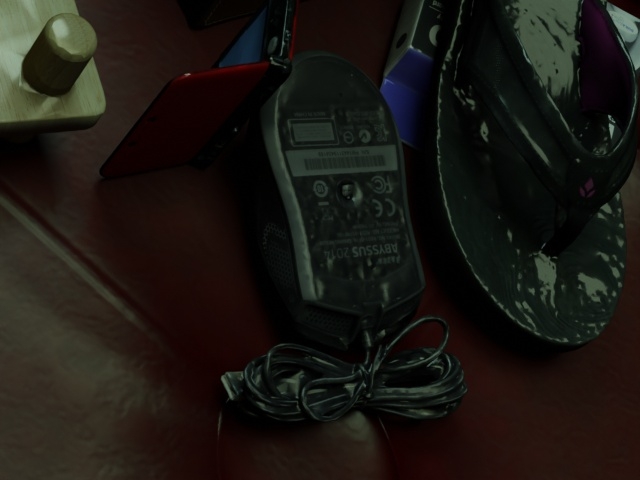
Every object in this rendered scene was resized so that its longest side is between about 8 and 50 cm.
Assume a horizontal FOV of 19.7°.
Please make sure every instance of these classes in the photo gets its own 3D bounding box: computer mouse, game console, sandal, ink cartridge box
[{"bbox_3d":[0.000,0.000,1.330,0.188,0.072,0.272,1,76,-32],"label":"computer mouse"},{"bbox_3d":[-0.085,-0.113,1.289,0.085,0.144,0.124,19,56,-21],"label":"game console"},{"bbox_3d":[0.169,-0.140,1.414,0.167,0.107,0.446,6,73,-22],"label":"sandal"},{"bbox_3d":[0.157,-0.136,1.500,0.206,0.045,0.208,26,58,-15],"label":"ink cartridge box"}]

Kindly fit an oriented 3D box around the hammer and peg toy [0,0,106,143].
[{"bbox_3d":[-0.300,-0.229,1.240,0.266,0.127,0.361,-6,68,-32],"label":"hammer and peg toy"}]

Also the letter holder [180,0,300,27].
[{"bbox_3d":[0.018,-0.316,1.360,0.214,0.302,0.152,-19,74,-36],"label":"letter holder"}]
